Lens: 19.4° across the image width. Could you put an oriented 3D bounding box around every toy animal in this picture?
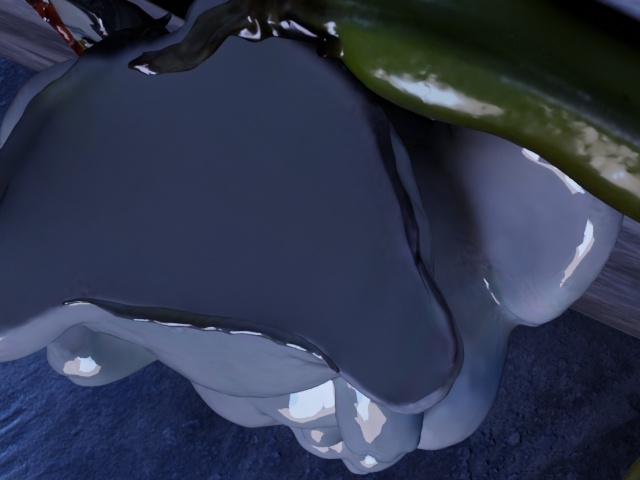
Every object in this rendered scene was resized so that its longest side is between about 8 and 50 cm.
[{"bbox_3d":[-0.016,-0.005,0.776,0.249,0.174,0.289,13,170,-2],"label":"toy animal"}]

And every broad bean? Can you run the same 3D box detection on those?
[{"bbox_3d":[0.109,-0.023,0.566,0.325,0.067,0.075,26,148,-18],"label":"broad bean"}]

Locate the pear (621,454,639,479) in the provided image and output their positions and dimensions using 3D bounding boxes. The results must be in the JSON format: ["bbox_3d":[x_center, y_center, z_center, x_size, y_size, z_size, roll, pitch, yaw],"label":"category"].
[{"bbox_3d":[0.284,0.180,0.912,0.309,0.309,0.309,23,179,0],"label":"pear"}]

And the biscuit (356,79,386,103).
[{"bbox_3d":[0.002,-0.075,0.966,0.133,0.027,0.184,29,180,17],"label":"biscuit"}]

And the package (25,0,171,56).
[{"bbox_3d":[-0.079,-0.087,0.957,0.232,0.040,0.166,33,-176,-45],"label":"package"}]
